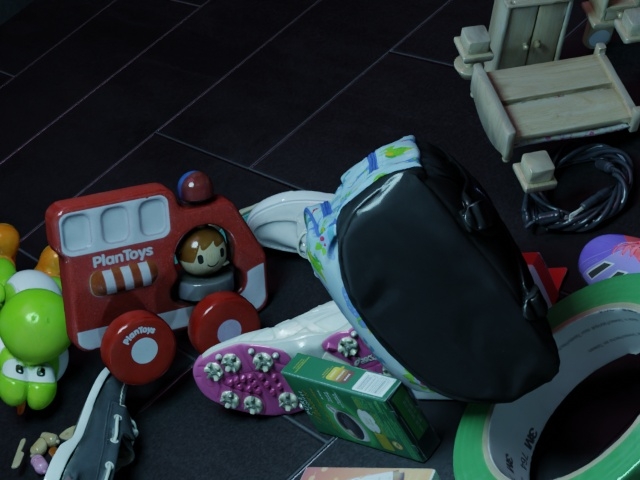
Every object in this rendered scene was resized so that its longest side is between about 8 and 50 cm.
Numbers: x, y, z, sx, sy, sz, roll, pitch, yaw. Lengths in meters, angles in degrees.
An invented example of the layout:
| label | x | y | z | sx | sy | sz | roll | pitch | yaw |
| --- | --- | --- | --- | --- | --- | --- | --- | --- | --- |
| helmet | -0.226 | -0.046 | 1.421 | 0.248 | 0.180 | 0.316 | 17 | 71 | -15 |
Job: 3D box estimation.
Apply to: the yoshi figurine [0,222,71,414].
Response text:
| label | x | y | z | sx | sy | sz | roll | pitch | yaw |
| --- | --- | --- | --- | --- | --- | --- | --- | --- | --- |
| yoshi figurine | -0.428 | 0.097 | 2.236 | 0.204 | 0.203 | 0.362 | -21 | 35 | 1 |

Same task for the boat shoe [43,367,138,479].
| label | x | y | z | sx | sy | sz | roll | pitch | yaw |
| --- | --- | --- | --- | --- | --- | --- | --- | --- | --- |
| boat shoe | -0.290 | 0.276 | 1.961 | 0.091 | 0.114 | 0.302 | 19 | 34 | -1 |

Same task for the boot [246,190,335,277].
| label | x | y | z | sx | sy | sz | roll | pitch | yaw |
| --- | --- | --- | --- | --- | --- | --- | --- | --- | --- |
| boot | 0.000 | 0.000 | 2.098 | 0.258 | 0.095 | 0.123 | -5 | 40 | 25 |

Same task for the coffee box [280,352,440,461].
| label | x | y | z | sx | sy | sz | roll | pitch | yaw |
| --- | --- | --- | --- | --- | --- | --- | --- | --- | --- |
| coffee box | 0.045 | 0.197 | 1.774 | 0.184 | 0.113 | 0.040 | 8 | 49 | 47 |

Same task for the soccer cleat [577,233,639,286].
| label | x | y | z | sx | sy | sz | roll | pitch | yaw |
| --- | --- | --- | --- | --- | --- | --- | --- | --- | --- |
| soccer cleat | 0.401 | 0.039 | 1.701 | 0.109 | 0.116 | 0.318 | -37 | 32 | -12 |

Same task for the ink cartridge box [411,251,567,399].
| label | x | y | z | sx | sy | sz | roll | pitch | yaw |
| --- | --- | --- | --- | --- | --- | --- | --- | --- | --- |
| ink cartridge box | 0.202 | 0.089 | 1.832 | 0.134 | 0.078 | 0.231 | -3 | 40 | 36 |

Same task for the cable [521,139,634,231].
| label | x | y | z | sx | sy | sz | roll | pitch | yaw |
| --- | --- | --- | --- | --- | --- | --- | --- | --- | --- |
| cable | 0.345 | -0.082 | 1.987 | 0.151 | 0.047 | 0.184 | -12 | 34 | 29 |

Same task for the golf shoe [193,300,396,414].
| label | x | y | z | sx | sy | sz | roll | pitch | yaw |
| --- | --- | --- | --- | --- | --- | --- | --- | --- | --- |
| golf shoe | -0.013 | 0.143 | 1.922 | 0.306 | 0.115 | 0.140 | -10 | 25 | 19 |

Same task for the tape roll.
| label | x | y | z | sx | sy | sz | roll | pitch | yaw |
| --- | --- | --- | --- | --- | --- | --- | --- | --- | --- |
| tape roll | 0.285 | 0.180 | 1.552 | 0.321 | 0.077 | 0.321 | -38 | 24 | 20 |

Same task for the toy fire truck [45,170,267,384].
| label | x | y | z | sx | sy | sz | roll | pitch | yaw |
| --- | --- | --- | --- | --- | --- | --- | --- | --- | --- |
| toy fire truck | -0.216 | 0.039 | 2.043 | 0.302 | 0.253 | 0.169 | -13 | 25 | -23 |

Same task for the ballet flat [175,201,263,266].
| label | x | y | z | sx | sy | sz | roll | pitch | yaw |
| --- | --- | --- | --- | --- | --- | --- | --- | --- | --- |
| ballet flat | -0.151 | -0.001 | 2.266 | 0.249 | 0.086 | 0.086 | -16 | 34 | 19 |

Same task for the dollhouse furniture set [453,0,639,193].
| label | x | y | z | sx | sy | sz | roll | pitch | yaw |
| --- | --- | --- | --- | --- | --- | --- | --- | --- | --- |
| dollhouse furniture set | 0.357 | -0.187 | 2.098 | 0.303 | 0.173 | 0.355 | -10 | 53 | -12 |

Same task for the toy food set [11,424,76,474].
| label | x | y | z | sx | sy | sz | roll | pitch | yaw |
| --- | --- | --- | --- | --- | --- | --- | --- | --- | --- |
| toy food set | -0.364 | 0.293 | 2.064 | 0.122 | 0.019 | 0.078 | -11 | 36 | 15 |

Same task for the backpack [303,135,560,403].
| label | x | y | z | sx | sy | sz | roll | pitch | yaw |
| --- | --- | --- | --- | --- | --- | --- | --- | --- | --- |
| backpack | 0.108 | 0.017 | 1.676 | 0.273 | 0.290 | 0.355 | -32 | 18 | 20 |

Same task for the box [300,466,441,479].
| label | x | y | z | sx | sy | sz | roll | pitch | yaw |
| --- | --- | --- | --- | --- | --- | --- | --- | --- | --- |
| box | 0.047 | 0.323 | 1.612 | 0.171 | 0.091 | 0.130 | -5 | 39 | 34 |
